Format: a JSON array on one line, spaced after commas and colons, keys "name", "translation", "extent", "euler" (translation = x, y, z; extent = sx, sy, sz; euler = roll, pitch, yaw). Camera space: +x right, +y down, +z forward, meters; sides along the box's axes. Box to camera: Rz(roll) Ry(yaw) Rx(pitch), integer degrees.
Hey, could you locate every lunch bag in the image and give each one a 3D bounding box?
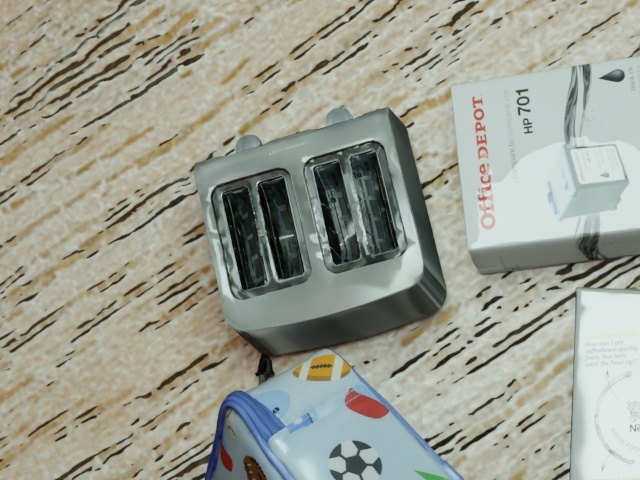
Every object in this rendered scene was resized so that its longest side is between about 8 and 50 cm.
[{"name": "lunch bag", "translation": [0.034, 0.245, 1.162], "extent": [0.115, 0.243, 0.303], "euler": [-25, 65, -27]}]

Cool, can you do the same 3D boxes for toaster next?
[{"name": "toaster", "translation": [0.000, 0.000, 1.290], "extent": [0.168, 0.110, 0.186], "euler": [-15, 74, 10]}]

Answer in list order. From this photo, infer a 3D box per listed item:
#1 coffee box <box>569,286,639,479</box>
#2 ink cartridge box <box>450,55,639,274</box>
[{"name": "coffee box", "translation": [0.236, 0.192, 1.159], "extent": [0.118, 0.168, 0.297], "euler": [1, 77, 12]}, {"name": "ink cartridge box", "translation": [0.204, -0.059, 1.273], "extent": [0.190, 0.082, 0.140], "euler": [-8, 75, 10]}]
